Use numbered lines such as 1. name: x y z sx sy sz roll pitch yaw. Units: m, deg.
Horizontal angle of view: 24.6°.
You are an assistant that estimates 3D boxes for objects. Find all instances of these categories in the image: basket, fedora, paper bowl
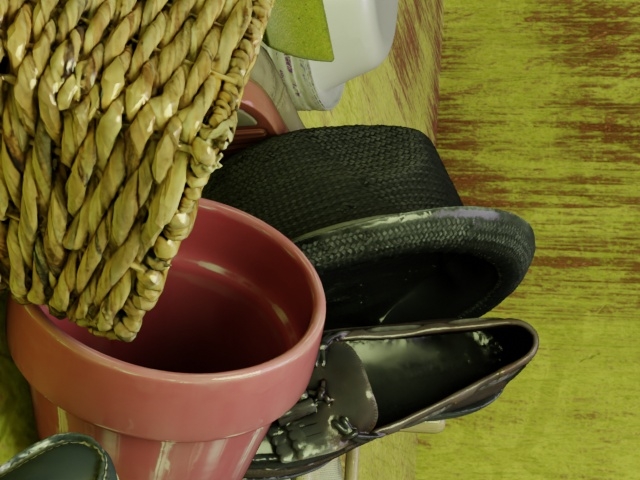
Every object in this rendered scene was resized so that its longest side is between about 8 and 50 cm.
1. basket: -0.158 -0.112 0.863 0.299 0.223 0.213 -78 -167 -46
2. fedora: 0.000 0.000 1.205 0.334 0.334 0.153 62 12 -67
3. paper bowl: -0.005 -0.273 1.483 0.284 0.148 0.284 1 90 -77

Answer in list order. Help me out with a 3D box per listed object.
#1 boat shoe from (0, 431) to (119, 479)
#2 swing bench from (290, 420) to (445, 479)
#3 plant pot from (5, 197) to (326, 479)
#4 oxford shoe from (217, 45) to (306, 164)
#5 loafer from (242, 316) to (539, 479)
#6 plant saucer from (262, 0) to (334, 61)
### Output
1. boat shoe: -0.186 0.169 0.771 0.254 0.095 0.079 -43 140 -51
2. swing bench: -0.046 0.259 1.221 0.165 0.254 0.253 176 -82 -65
3. plant pot: -0.108 0.095 0.964 0.201 0.201 0.180 -70 173 -57
4. oxford shoe: -0.061 -0.107 1.307 0.348 0.123 0.130 69 15 -69
5. loafer: 0.036 0.106 1.133 0.095 0.302 0.109 -38 -112 56
6. plant saucer: -0.071 -0.249 1.219 0.188 0.045 0.188 46 -18 34
